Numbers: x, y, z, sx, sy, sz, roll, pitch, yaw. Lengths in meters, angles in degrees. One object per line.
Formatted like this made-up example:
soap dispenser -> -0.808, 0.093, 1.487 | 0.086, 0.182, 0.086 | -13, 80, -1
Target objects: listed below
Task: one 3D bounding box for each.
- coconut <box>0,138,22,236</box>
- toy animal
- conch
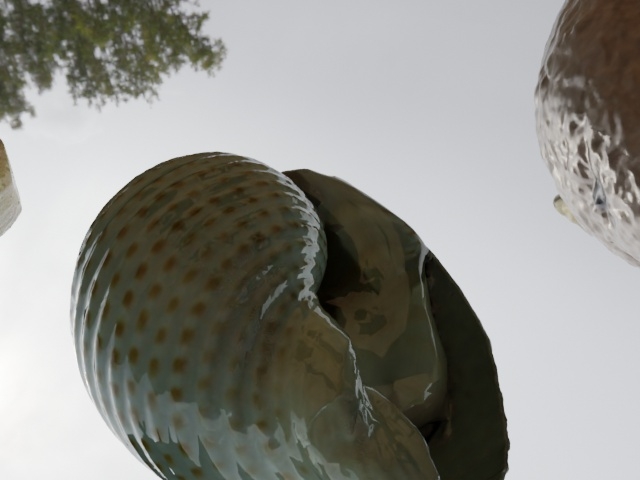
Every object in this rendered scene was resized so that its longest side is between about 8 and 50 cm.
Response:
coconut -> -0.569, -0.070, 0.893 | 0.236, 0.197, 0.237 | -5, -159, 2
toy animal -> 0.273, -0.114, 0.490 | 0.188, 0.226, 0.358 | 0, -123, 23
conch -> -0.024, 0.087, 0.461 | 0.303, 0.215, 0.319 | 1, -127, -43
